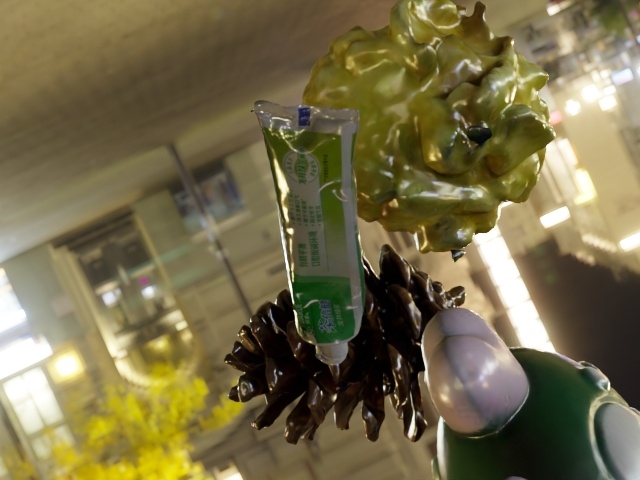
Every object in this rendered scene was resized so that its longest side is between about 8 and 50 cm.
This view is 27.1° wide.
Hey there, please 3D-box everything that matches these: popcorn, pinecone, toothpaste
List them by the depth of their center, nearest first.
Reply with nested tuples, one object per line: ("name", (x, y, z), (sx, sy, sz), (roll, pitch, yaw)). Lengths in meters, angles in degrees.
("toothpaste", (0.000, 0.000, 0.989), (0.078, 0.248, 0.047), (7, -138, 15))
("popcorn", (0.090, -0.097, 1.102), (0.189, 0.218, 0.169), (-58, -152, 28))
("pinecone", (0.041, 0.130, 1.526), (0.309, 0.244, 0.244), (-22, -178, -9))

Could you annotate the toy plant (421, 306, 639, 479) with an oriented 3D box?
("toy plant", (0.126, 0.138, 0.643), (0.112, 0.243, 0.232), (-32, 137, 14))
